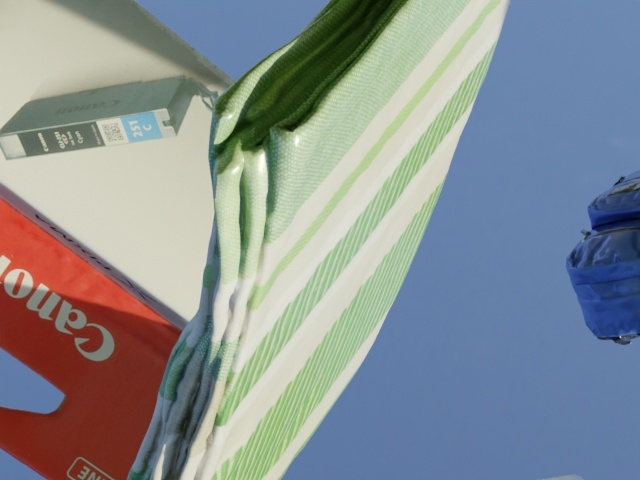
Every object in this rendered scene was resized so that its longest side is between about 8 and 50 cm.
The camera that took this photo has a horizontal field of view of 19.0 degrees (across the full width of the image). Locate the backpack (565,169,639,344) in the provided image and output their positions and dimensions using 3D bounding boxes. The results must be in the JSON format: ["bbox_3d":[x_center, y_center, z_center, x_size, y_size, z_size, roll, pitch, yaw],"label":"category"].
[{"bbox_3d":[0.216,0.010,1.253,0.098,0.101,0.120,-17,-168,48],"label":"backpack"}]

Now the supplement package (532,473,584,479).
[{"bbox_3d":[0.135,0.309,1.170,0.199,0.198,0.262,0,-142,-46],"label":"supplement package"}]

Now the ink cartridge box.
[{"bbox_3d":[-0.135,0.006,1.159,0.296,0.066,0.261,38,-103,-18],"label":"ink cartridge box"}]

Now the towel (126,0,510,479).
[{"bbox_3d":[0.000,0.000,0.772,0.038,0.325,0.248,29,-132,12],"label":"towel"}]
